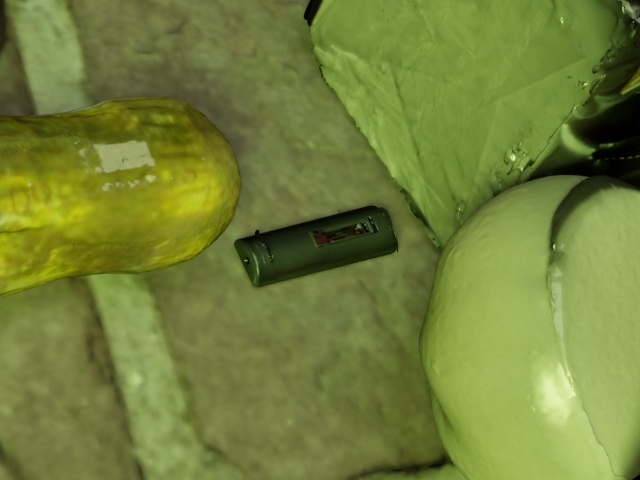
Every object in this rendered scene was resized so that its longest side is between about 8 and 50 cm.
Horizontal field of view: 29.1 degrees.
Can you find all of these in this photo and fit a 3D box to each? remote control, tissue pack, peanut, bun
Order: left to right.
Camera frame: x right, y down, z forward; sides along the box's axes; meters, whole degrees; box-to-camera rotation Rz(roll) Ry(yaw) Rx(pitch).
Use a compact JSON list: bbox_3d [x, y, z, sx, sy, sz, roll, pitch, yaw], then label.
[{"bbox_3d":[-0.130,-0.018,0.551,0.207,0.087,0.087,-10,63,-33],"label":"peanut"},{"bbox_3d":[0.000,0.000,0.644,0.091,0.016,0.034,-15,70,-32],"label":"remote control"},{"bbox_3d":[0.110,0.058,0.589,0.173,0.120,0.172,18,64,-42],"label":"bun"},{"bbox_3d":[0.203,-0.151,0.729,0.370,0.210,0.198,-18,61,-32],"label":"tissue pack"}]

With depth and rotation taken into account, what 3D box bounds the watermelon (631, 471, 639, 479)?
[{"bbox_3d":[0.290,0.129,0.529,0.331,0.189,0.330,15,64,-32],"label":"watermelon"}]
